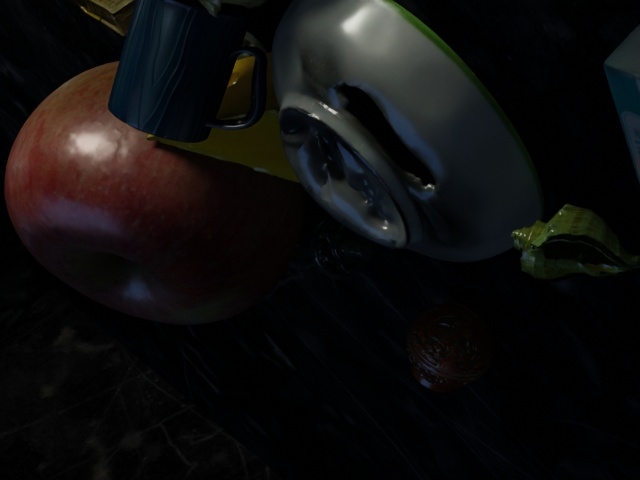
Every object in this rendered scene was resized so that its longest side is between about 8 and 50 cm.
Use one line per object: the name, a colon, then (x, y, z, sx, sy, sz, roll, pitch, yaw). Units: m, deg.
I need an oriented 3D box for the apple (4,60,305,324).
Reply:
apple: (-0.179, -0.065, 2.101, 0.345, 0.269, 0.345, 16, 154, 8)

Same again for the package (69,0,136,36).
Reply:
package: (-0.245, -0.291, 2.144, 0.131, 0.071, 0.047, 35, 166, 43)

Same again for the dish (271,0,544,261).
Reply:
dish: (0.053, -0.086, 1.748, 0.324, 0.124, 0.324, 43, 164, 15)

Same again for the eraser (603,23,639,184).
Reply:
eraser: (0.265, -0.068, 1.278, 0.052, 0.095, 0.225, 28, 156, 41)

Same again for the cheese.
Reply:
cheese: (-0.091, -0.133, 1.935, 0.171, 0.093, 0.126, 3, 146, 21)

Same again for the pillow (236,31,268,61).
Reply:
pillow: (-0.123, -0.211, 2.042, 0.128, 0.051, 0.229, 42, 168, -13)

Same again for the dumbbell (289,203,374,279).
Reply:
dumbbell: (0.000, 0.000, 2.187, 0.081, 0.081, 0.254, 53, 164, -19)

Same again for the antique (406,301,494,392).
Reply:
antique: (0.145, 0.116, 2.053, 0.104, 0.104, 0.104, 43, 164, 15)

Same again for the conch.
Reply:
conch: (0.220, 0.007, 1.617, 0.121, 0.074, 0.089, 16, -173, 25)

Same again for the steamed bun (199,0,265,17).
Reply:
steamed bun: (-0.150, -0.316, 1.715, 0.292, 0.137, 0.295, 24, 150, 52)

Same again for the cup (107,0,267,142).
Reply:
cup: (-0.131, -0.171, 1.820, 0.113, 0.138, 0.150, 1, -156, -44)
